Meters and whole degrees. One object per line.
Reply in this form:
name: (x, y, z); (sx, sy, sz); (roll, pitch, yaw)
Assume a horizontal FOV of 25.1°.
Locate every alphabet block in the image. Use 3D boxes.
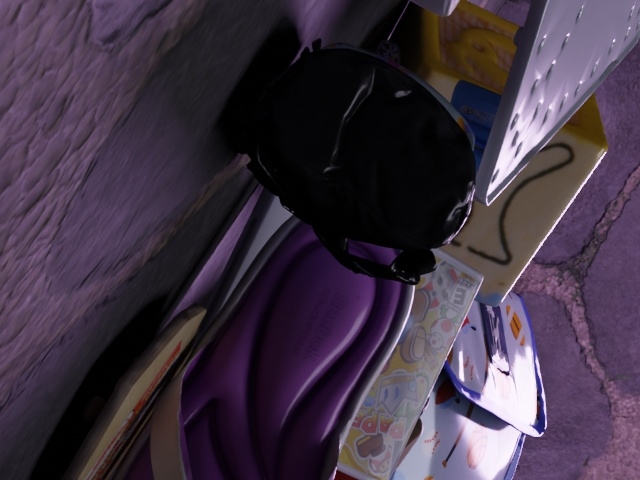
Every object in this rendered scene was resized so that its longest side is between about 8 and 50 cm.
alphabet block: (0.131, -0.091, 1.350); (0.197, 0.192, 0.193); (-59, -164, 30)

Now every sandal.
sandal: (-0.056, 0.156, 1.028); (0.102, 0.169, 0.416); (119, -9, -79)

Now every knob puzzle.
knob puzzle: (-0.142, 0.116, 0.992); (0.213, 0.030, 0.213); (-57, 176, -6)

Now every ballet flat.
ballet flat: (0.035, -0.127, 1.278); (0.041, 0.041, 0.114); (-53, 173, -52)

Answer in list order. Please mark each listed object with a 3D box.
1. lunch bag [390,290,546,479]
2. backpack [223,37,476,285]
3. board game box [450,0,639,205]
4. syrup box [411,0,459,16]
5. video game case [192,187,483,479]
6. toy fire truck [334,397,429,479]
lunch bag: (0.096, 0.192, 1.632); (0.328, 0.239, 0.385); (32, 78, -56)
backpack: (0.022, -0.056, 0.899); (0.115, 0.152, 0.182); (-48, -173, -5)
board game box: (0.213, -0.266, 1.013); (0.390, 0.050, 0.390); (-42, 151, -52)
syrup box: (0.078, -0.221, 0.600); (0.237, 0.096, 0.093); (-58, 178, 1)
video game case: (0.011, 0.073, 1.186); (0.026, 0.227, 0.206); (16, -101, 57)
toy fire truck: (-0.046, 0.149, 1.268); (0.246, 0.217, 0.158); (-33, 160, -44)
